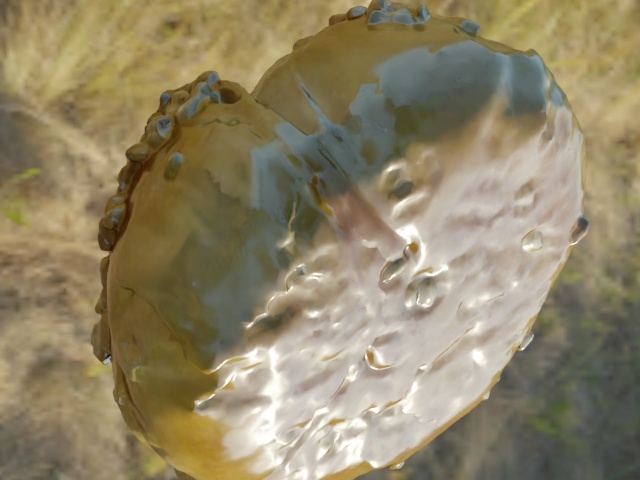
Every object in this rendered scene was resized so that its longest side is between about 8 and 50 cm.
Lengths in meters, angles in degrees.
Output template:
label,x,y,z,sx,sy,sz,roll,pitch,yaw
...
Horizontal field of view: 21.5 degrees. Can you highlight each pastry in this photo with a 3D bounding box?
label,x,y,z,sx,sy,sz,roll,pitch,yaw
pastry,0.000,0.000,0.991,0.315,0.184,0.284,-44,141,-4
